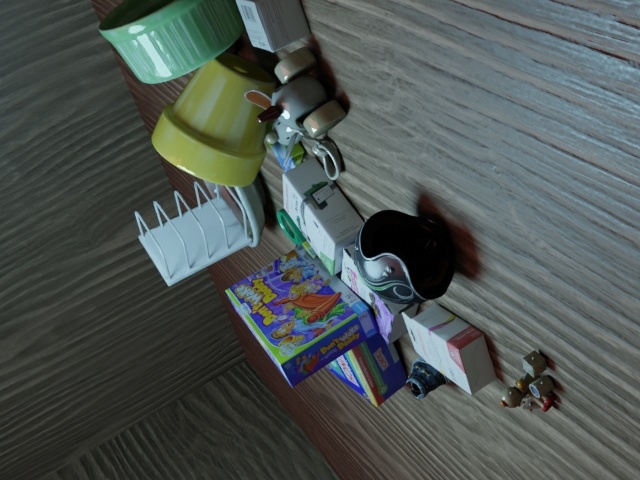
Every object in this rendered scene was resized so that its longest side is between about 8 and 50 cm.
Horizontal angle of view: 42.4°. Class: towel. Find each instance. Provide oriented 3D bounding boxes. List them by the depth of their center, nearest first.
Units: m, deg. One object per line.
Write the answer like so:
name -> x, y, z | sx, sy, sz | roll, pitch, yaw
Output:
towel -> 0.000, 0.000, 2.024 | 0.060, 0.083, 0.009 | 50, -179, 37

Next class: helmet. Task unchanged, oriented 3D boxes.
helmet -> 0.142, 0.031, 1.476 | 0.162, 0.169, 0.169 | 12, 131, 48

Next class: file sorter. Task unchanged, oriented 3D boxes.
file sorter -> -0.370, -0.043, 2.376 | 0.192, 0.278, 0.173 | 52, 161, 27

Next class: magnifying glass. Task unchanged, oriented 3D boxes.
magnifying glass -> -0.049, -0.004, 2.150 | 0.231, 0.026, 0.092 | 49, 160, 42

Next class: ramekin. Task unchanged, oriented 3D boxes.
ramekin -> -0.310, -0.471, 1.788 | 0.303, 0.303, 0.148 | 35, 158, 57

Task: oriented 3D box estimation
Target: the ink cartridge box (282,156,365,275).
ink cartridge box -> 0.006, -0.055, 1.879 | 0.219, 0.093, 0.160 | 53, 162, 23

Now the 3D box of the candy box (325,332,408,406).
candy box -> 0.052, 0.239, 2.100 | 0.317, 0.122, 0.268 | 29, 151, 46

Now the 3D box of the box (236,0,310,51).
box -> -0.089, -0.420, 1.548 | 0.101, 0.087, 0.101 | 36, 151, 57

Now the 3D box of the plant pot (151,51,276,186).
plant pot -> -0.219, -0.284, 1.850 | 0.254, 0.254, 0.239 | 47, 119, 42

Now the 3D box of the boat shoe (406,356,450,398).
boat shoe -> 0.223, 0.308, 1.852 | 0.065, 0.083, 0.183 | 61, 165, 1

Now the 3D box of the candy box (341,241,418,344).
candy box -> 0.127, 0.110, 1.825 | 0.196, 0.070, 0.164 | 54, 164, 24

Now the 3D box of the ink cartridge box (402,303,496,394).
ink cartridge box -> 0.249, 0.202, 1.616 | 0.198, 0.067, 0.115 | 33, 148, 57

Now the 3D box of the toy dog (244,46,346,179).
toy dog -> -0.071, -0.241, 1.667 | 0.220, 0.161, 0.333 | 55, 163, 22

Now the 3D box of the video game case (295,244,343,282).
video game case -> 0.018, 0.066, 2.162 | 0.248, 0.035, 0.275 | 57, 164, 15

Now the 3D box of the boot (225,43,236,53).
boot -> -0.210, -0.374, 2.032 | 0.269, 0.089, 0.236 | 67, 174, -21

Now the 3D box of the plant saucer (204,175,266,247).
plant saucer -> -0.258, -0.174, 2.489 | 0.400, 0.101, 0.400 | 54, 164, 24

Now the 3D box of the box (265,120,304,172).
box -> -0.094, -0.238, 1.963 | 0.178, 0.042, 0.109 | 59, 164, 11

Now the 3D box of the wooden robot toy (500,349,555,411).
wooden robot toy -> 0.344, 0.261, 1.396 | 0.076, 0.079, 0.173 | 52, 162, 31

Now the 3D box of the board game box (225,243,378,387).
board game box -> -0.052, 0.165, 1.942 | 0.347, 0.233, 0.078 | 43, 161, 53
